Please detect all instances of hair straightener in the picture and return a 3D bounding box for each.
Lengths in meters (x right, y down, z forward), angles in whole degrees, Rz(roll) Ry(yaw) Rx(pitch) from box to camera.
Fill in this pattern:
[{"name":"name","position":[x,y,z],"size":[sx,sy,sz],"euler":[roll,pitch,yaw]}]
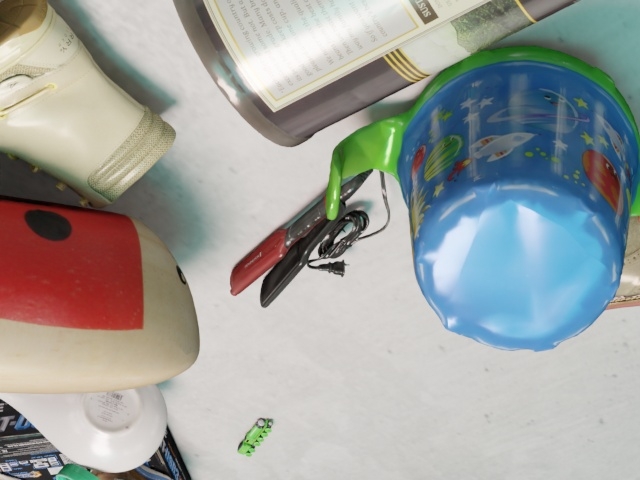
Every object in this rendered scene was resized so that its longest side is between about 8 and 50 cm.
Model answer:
[{"name":"hair straightener","position":[0.000,0.000,1.141],"size":[0.089,0.047,0.230],"euler":[27,125,-29]}]

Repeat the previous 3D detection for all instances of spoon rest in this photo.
[{"name":"spoon rest","position":[-0.315,0.182,1.268],"size":[0.276,0.137,0.084],"euler":[27,148,-10]}]

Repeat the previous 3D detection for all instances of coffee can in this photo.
[{"name":"coffee can","position":[0.051,-0.217,0.787],"size":[0.275,0.201,0.201],"euler":[-24,133,21]}]

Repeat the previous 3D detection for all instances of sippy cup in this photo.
[{"name":"sippy cup","position":[0.174,-0.026,0.937],"size":[0.306,0.224,0.240],"euler":[-22,113,22]}]

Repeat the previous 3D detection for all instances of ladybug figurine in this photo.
[{"name":"ladybug figurine","position":[-0.320,0.038,0.979],"size":[0.450,0.305,0.161],"euler":[7,93,-32]}]

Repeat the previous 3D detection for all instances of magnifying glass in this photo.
[{"name":"magnifying glass","position":[-0.297,0.329,1.325],"size":[0.092,0.026,0.231],"euler":[37,152,-1]}]

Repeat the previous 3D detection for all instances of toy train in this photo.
[{"name":"toy train","position":[-0.089,0.267,1.435],"size":[0.024,0.017,0.083],"euler":[24,132,-12]}]

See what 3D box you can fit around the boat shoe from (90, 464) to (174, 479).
[{"name":"boat shoe","position":[-0.238,0.329,1.357],"size":[0.066,0.066,0.183],"euler":[-24,134,19]}]

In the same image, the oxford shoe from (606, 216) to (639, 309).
[{"name":"oxford shoe","position":[0.306,-0.004,1.093],"size":[0.348,0.123,0.130],"euler":[-31,125,26]}]

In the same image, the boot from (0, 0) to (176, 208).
[{"name":"boot","position":[-0.289,-0.094,0.984],"size":[0.262,0.095,0.203],"euler":[-28,133,21]}]

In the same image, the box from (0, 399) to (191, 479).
[{"name":"box","position":[-0.341,0.316,1.433],"size":[0.296,0.073,0.293],"euler":[-8,137,4]}]

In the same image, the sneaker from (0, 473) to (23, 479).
[{"name":"sneaker","position":[-0.438,0.332,1.332],"size":[0.152,0.084,0.058],"euler":[27,129,-27]}]
